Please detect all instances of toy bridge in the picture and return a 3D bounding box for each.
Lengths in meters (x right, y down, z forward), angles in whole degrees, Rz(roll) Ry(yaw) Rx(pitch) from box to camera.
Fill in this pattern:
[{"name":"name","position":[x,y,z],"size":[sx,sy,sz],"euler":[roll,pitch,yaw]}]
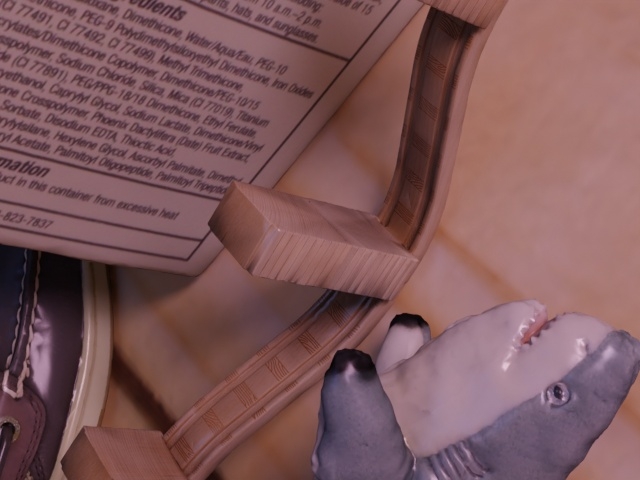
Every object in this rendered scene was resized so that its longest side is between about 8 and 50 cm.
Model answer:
[{"name":"toy bridge","position":[0.000,0.000,0.380],"size":[0.026,0.063,0.188],"euler":[47,113,38]}]

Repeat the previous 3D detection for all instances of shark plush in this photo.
[{"name":"shark plush","position":[0.023,0.089,0.347],"size":[0.067,0.073,0.161],"euler":[19,88,13]}]

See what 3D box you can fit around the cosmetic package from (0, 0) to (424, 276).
[{"name":"cosmetic package","position":[-0.025,-0.142,0.380],"size":[0.296,0.153,0.129],"euler":[-48,53,22]}]

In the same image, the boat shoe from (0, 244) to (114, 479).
[{"name":"boat shoe","position":[-0.128,0.077,0.462],"size":[0.080,0.073,0.223],"euler":[2,77,35]}]
